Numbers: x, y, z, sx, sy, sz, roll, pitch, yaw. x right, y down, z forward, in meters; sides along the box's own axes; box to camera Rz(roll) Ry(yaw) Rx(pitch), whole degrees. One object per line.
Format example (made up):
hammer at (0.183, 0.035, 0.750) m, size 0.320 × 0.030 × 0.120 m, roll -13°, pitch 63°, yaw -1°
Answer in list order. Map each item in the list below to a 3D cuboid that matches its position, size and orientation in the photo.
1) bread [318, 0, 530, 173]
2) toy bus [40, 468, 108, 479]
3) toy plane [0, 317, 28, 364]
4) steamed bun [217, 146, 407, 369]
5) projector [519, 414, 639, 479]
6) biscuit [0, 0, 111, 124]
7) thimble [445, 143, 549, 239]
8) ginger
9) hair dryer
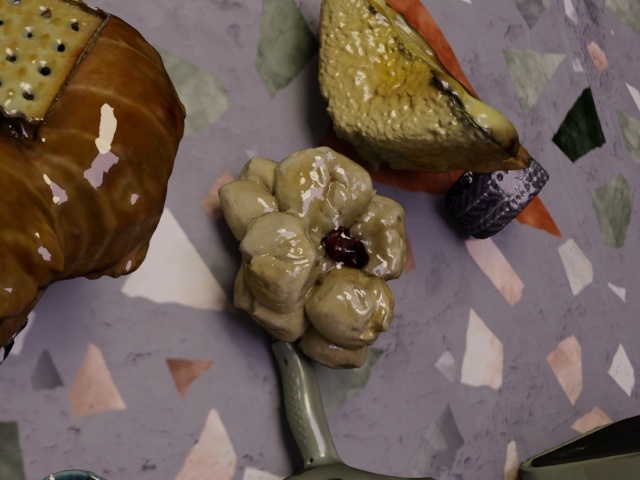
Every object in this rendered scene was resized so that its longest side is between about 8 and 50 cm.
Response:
bread at (0.079, -0.132, 1.068) m, size 0.252 × 0.133 × 0.174 m, roll 49°, pitch 12°, yaw 21°
toy bus at (-0.231, 0.230, 0.565) m, size 0.323 × 0.162 × 0.194 m, roll 6°, pitch 57°, yaw -11°
toy plane at (-0.251, 0.100, 0.760) m, size 0.031 × 0.049 × 0.121 m, roll 43°, pitch 69°, yaw -21°
steamed bun at (0.000, 0.000, 0.955) m, size 0.192 × 0.106 × 0.177 m, roll 35°, pitch 42°, yaw -19°
projector at (0.378, 0.306, 1.097) m, size 0.248 × 0.248 × 0.249 m, roll -10°, pitch 82°, yaw -42°
biscuit at (-0.252, -0.149, 0.710) m, size 0.203 × 0.016 × 0.144 m, roll 20°, pitch 45°, yaw -6°
thimble at (0.186, -0.055, 1.168) m, size 0.104 × 0.095 × 0.066 m, roll -45°, pitch 98°, yaw -4°
ginger at (-0.238, -0.074, 0.767) m, size 0.274 × 0.152 × 0.357 m, roll 36°, pitch 44°, yaw 10°
hair dryer at (0.030, 0.192, 0.971) m, size 0.219 × 0.088 × 0.225 m, roll 32°, pitch 41°, yaw -37°
